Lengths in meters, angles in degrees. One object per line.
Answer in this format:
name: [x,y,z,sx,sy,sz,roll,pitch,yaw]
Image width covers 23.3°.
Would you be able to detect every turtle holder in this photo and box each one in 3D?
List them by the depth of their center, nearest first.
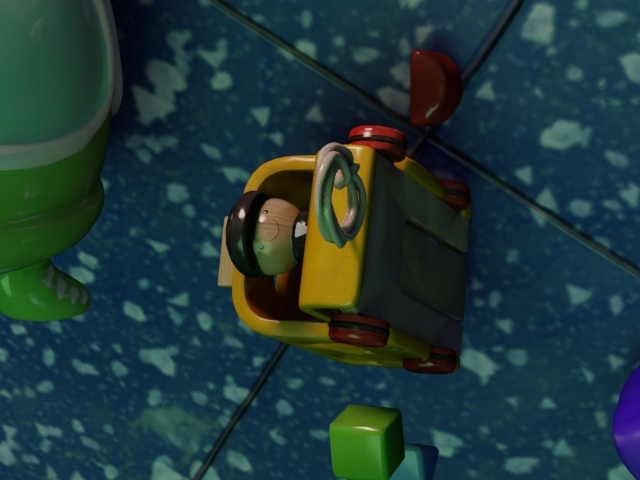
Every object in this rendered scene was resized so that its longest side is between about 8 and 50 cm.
turtle holder: [-0.250,-0.090,0.740,0.320,0.243,0.228,3,108,-23]

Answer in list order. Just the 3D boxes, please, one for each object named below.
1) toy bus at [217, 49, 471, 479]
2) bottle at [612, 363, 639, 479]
toy bus: [0.004,0.008,0.753,0.104,0.191,0.202,1,123,23]
bottle: [0.281,0.156,0.798,0.283,0.092,0.118,43,129,-9]
